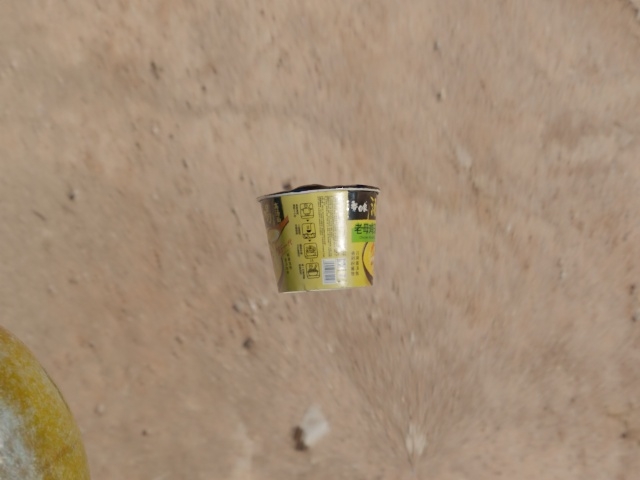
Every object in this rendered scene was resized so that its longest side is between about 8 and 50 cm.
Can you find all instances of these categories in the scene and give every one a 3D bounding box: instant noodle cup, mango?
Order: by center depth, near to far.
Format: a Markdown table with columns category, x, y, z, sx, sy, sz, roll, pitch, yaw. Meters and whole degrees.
| category | x | y | z | sx | sy | sz | roll | pitch | yaw |
| --- | --- | --- | --- | --- | --- | --- | --- | --- | --- |
| mango | -0.256 | 0.183 | 1.077 | 0.192 | 0.146 | 0.316 | -32 | 101 | -13 |
| instant noodle cup | 0.000 | 0.000 | 1.772 | 0.151 | 0.151 | 0.122 | -2 | 86 | 3 |
